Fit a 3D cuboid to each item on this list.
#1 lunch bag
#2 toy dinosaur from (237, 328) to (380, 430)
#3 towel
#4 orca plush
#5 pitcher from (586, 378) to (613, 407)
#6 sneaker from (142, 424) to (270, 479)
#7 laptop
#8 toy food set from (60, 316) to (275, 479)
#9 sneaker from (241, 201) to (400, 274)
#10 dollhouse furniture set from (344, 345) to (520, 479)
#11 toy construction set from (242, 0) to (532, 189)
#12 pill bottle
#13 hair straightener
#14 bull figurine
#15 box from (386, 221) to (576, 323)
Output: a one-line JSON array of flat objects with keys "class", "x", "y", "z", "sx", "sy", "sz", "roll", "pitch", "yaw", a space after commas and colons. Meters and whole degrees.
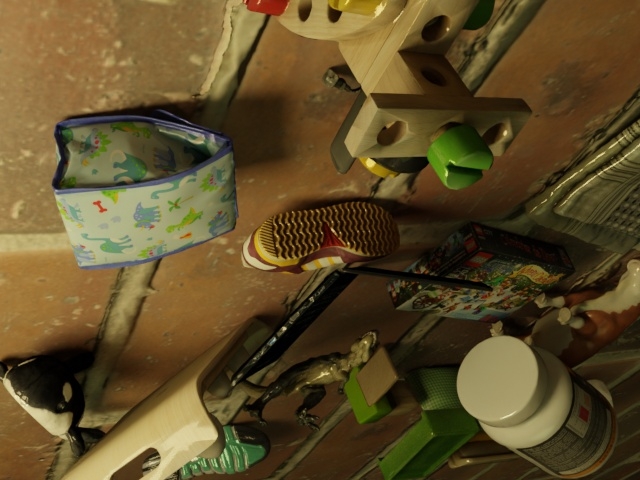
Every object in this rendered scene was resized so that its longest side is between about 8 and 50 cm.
[{"class": "lunch bag", "x": -0.150, "y": -0.046, "z": 0.757, "sx": 0.151, "sy": 0.096, "sz": 0.128, "roll": -4, "pitch": 149, "yaw": -6}, {"class": "toy dinosaur", "x": -0.032, "y": 0.191, "z": 1.101, "sx": 0.268, "sy": 0.118, "sz": 0.064, "roll": -22, "pitch": 111, "yaw": 33}, {"class": "towel", "x": 0.466, "y": -0.083, "z": 1.083, "sx": 0.312, "sy": 0.056, "sz": 0.324, "roll": 10, "pitch": 141, "yaw": -41}, {"class": "orca plush", "x": -0.313, "y": 0.196, "z": 1.083, "sx": 0.102, "sy": 0.151, "sz": 0.287, "roll": -44, "pitch": 154, "yaw": -19}, {"class": "pitcher", "x": 0.504, "y": 0.378, "z": 1.856, "sx": 0.207, "sy": 0.125, "sz": 0.178, "roll": -14, "pitch": 168, "yaw": -31}, {"class": "sneaker", "x": -0.199, "y": 0.374, "z": 1.502, "sx": 0.224, "sy": 0.083, "sz": 0.098, "roll": -11, "pitch": 171, "yaw": -5}, {"class": "laptop", "x": 0.054, "y": 0.102, "z": 0.993, "sx": 0.264, "sy": 0.136, "sz": 0.234, "roll": -47, "pitch": 173, "yaw": 4}, {"class": "toy food set", "x": -0.169, "y": 0.224, "z": 1.057, "sx": 0.220, "sy": 0.092, "sz": 0.306, "roll": -38, "pitch": -177, "yaw": 15}, {"class": "sneaker", "x": 0.000, "y": 0.000, "z": 0.964, "sx": 0.186, "sy": 0.069, "sz": 0.084, "roll": -1, "pitch": 164, "yaw": -29}, {"class": "dollhouse furniture set", "x": 0.222, "y": 0.267, "z": 1.419, "sx": 0.302, "sy": 0.197, "sz": 0.151, "roll": 4, "pitch": 136, "yaw": -34}, {"class": "toy construction set", "x": 0.046, "y": -0.172, "z": 0.501, "sx": 0.257, "sy": 0.237, "sz": 0.309, "roll": -33, "pitch": 147, "yaw": 25}, {"class": "pill bottle", "x": 0.336, "y": 0.257, "z": 1.315, "sx": 0.162, "sy": 0.162, "sz": 0.278, "roll": -31, "pitch": 136, "yaw": 23}, {"class": "hair straightener", "x": 0.050, "y": -0.140, "z": 0.754, "sx": 0.089, "sy": 0.047, "sz": 0.230, "roll": -4, "pitch": 148, "yaw": -24}, {"class": "bull figurine", "x": 0.407, "y": 0.142, "z": 1.396, "sx": 0.188, "sy": 0.101, "sz": 0.310, "roll": 12, "pitch": 134, "yaw": -32}, {"class": "box", "x": 0.227, "y": 0.052, "z": 1.192, "sx": 0.233, "sy": 0.044, "sz": 0.159, "roll": 12, "pitch": 140, "yaw": -42}]
